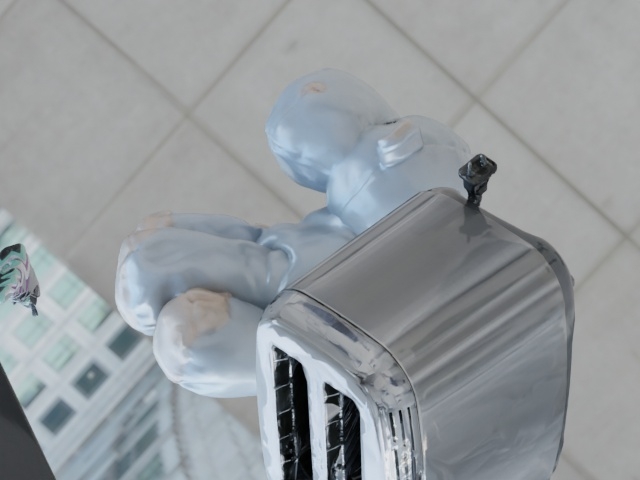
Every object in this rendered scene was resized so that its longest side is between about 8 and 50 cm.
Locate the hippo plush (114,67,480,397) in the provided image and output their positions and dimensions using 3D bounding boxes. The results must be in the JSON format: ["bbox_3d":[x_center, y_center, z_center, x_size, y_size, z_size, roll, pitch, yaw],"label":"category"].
[{"bbox_3d":[0.000,0.000,1.130,0.294,0.236,0.234,40,-160,29],"label":"hippo plush"}]

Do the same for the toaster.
[{"bbox_3d":[0.052,0.077,0.838,0.129,0.146,0.227,33,140,34],"label":"toaster"}]

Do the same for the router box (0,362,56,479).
[{"bbox_3d":[-0.148,0.178,0.699,0.309,0.081,0.243,57,159,30],"label":"router box"}]

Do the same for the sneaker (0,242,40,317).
[{"bbox_3d":[-0.307,0.054,1.536,0.098,0.038,0.069,-77,-31,-56],"label":"sneaker"}]
